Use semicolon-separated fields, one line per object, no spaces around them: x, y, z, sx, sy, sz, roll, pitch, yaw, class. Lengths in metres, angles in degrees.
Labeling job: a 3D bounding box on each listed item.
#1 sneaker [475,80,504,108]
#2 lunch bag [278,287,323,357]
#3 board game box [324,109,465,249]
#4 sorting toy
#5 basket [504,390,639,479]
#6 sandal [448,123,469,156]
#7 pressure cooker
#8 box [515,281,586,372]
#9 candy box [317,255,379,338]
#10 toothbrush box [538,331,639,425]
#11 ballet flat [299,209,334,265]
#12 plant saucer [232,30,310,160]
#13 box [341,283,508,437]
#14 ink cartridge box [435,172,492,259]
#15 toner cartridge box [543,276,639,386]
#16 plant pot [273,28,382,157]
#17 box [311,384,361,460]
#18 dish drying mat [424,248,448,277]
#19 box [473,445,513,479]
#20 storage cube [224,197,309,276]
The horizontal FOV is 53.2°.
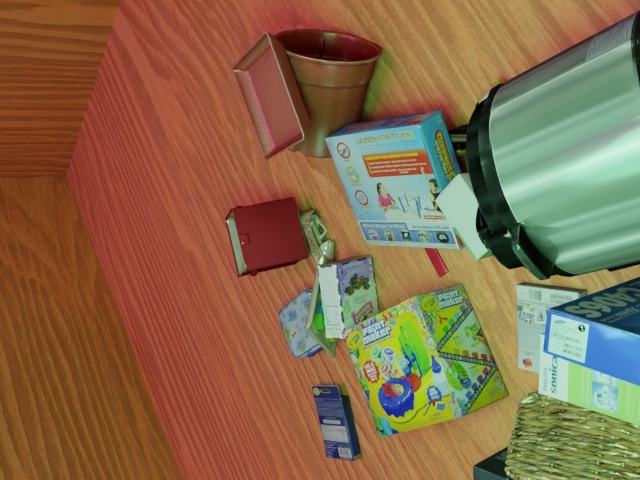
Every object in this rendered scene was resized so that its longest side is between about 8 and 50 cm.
0.401;-0.230;1.305;0.097;0.084;0.235;-51;59;42;sneaker
-0.028;0.249;1.922;0.219;0.090;0.176;-43;64;46;lunch bag
0.187;-0.133;1.499;0.308;0.086;0.302;4;122;50;board game box
0.021;0.194;1.737;0.038;0.208;0.193;-3;56;22;sorting toy
0.554;0.412;1.248;0.299;0.223;0.214;-5;61;51;basket
0.295;-0.217;1.439;0.219;0.090;0.060;-4;111;49;sandal
0.446;-0.138;1.048;0.420;0.369;0.376;-23;76;47;pressure cooker
0.481;0.188;1.333;0.145;0.038;0.186;4;100;51;box
0.078;0.149;1.708;0.070;0.164;0.196;-5;95;40;candy box
0.560;0.224;1.112;0.283;0.206;0.122;8;104;50;toothbrush box
0.000;0.000;1.857;0.067;0.073;0.206;-35;74;33;ballet flat
-0.116;-0.346;1.564;0.258;0.047;0.259;-12;100;64;plant saucer
0.241;0.292;1.538;0.290;0.177;0.279;-36;69;48;box
0.361;-0.060;1.289;0.154;0.212;0.093;59;140;22;ink cartridge box
0.524;0.131;1.022;0.165;0.347;0.075;18;111;47;toner cartridge box
0.002;-0.371;1.640;0.272;0.272;0.265;38;133;39;plant pot
0.047;0.545;1.935;0.136;0.036;0.225;-15;87;51;box
0.284;0.047;1.566;0.032;0.008;0.083;-45;62;44;dish drying mat
0.416;0.549;1.392;0.093;0.158;0.156;6;101;50;box
-0.164;-0.010;1.911;0.183;0.193;0.215;149;109;-73;storage cube
